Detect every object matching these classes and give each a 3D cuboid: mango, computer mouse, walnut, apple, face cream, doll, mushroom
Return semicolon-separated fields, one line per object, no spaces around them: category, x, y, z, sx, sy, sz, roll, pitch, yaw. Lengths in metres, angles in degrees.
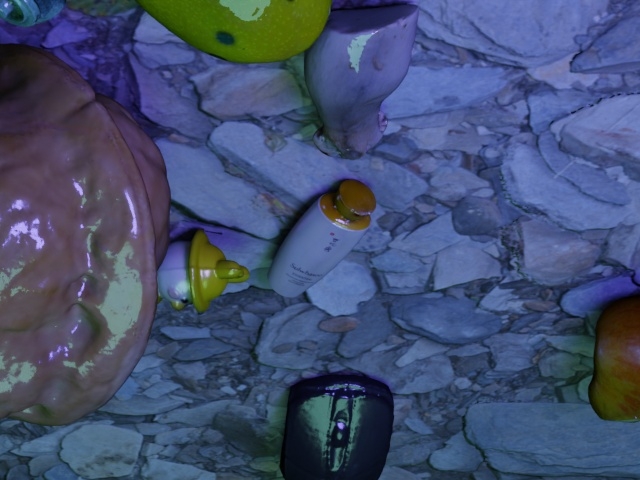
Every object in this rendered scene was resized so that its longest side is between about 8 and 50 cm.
mango;-0.105;-0.272;1.790;0.175;0.143;0.293;-26;129;26
computer mouse;0.017;0.275;2.594;0.137;0.086;0.270;1;143;-7
walnut;-0.319;0.007;1.993;0.383;0.384;0.383;-2;144;-1
apple;0.407;0.143;2.367;0.173;0.160;0.195;10;-176;7
face cream;0.000;0.000;2.239;0.072;0.051;0.182;19;138;-21
doll;-0.201;0.046;2.254;0.241;0.099;0.135;-8;139;10
mushroom;0.035;-0.154;1.996;0.116;0.093;0.225;-14;143;-21

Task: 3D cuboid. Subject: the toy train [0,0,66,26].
toy train;-0.325;-0.301;1.750;0.177;0.116;0.285;17;156;31
